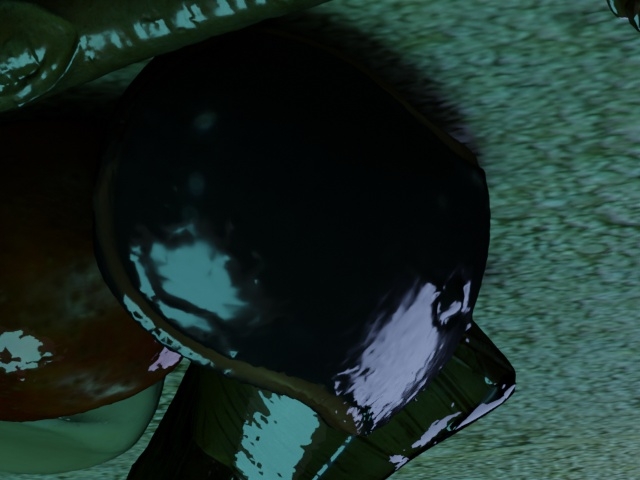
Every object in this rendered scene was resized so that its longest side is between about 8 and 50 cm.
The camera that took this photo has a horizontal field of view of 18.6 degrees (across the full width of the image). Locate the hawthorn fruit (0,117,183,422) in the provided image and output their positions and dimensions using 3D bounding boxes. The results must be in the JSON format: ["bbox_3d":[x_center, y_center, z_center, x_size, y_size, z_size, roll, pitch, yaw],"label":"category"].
[{"bbox_3d":[-0.138,0.016,1.119,0.200,0.179,0.179,0,159,-20],"label":"hawthorn fruit"}]

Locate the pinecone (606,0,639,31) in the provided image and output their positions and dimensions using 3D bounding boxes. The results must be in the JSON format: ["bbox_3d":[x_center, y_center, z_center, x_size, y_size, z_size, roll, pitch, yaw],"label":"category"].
[{"bbox_3d":[0.159,-0.152,0.681,0.207,0.208,0.208,1,157,0],"label":"pinecone"}]

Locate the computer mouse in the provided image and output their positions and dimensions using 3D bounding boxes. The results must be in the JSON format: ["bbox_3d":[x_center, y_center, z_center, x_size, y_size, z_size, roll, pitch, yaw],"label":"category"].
[{"bbox_3d":[0.004,0.001,1.062,0.116,0.183,0.323,20,174,38],"label":"computer mouse"}]

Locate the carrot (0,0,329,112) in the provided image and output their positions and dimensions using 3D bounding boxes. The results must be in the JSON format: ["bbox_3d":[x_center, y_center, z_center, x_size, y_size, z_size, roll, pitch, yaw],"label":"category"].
[{"bbox_3d":[-0.109,-0.108,0.954,0.342,0.070,0.070,-12,154,25],"label":"carrot"}]

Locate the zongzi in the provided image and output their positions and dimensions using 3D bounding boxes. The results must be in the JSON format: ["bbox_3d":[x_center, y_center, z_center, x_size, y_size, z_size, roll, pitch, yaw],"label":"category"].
[{"bbox_3d":[-0.053,0.087,1.256,0.286,0.138,0.300,-38,140,3],"label":"zongzi"}]

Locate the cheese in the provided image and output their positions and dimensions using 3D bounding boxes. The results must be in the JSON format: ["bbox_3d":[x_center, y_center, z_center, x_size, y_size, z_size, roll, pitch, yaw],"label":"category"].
[{"bbox_3d":[-0.239,0.085,1.338,0.266,0.127,0.233,16,152,-31],"label":"cheese"}]
